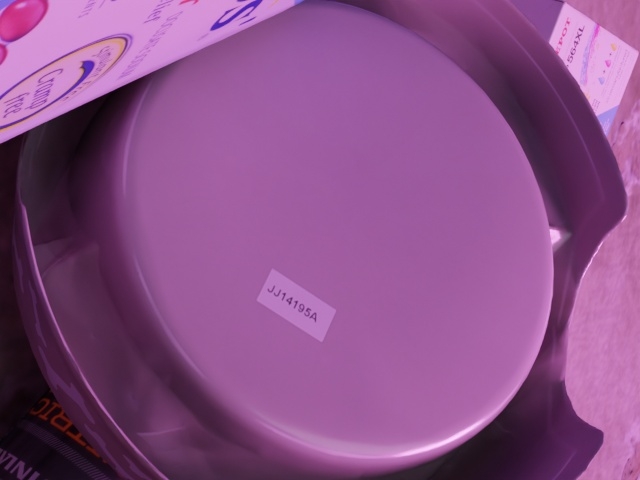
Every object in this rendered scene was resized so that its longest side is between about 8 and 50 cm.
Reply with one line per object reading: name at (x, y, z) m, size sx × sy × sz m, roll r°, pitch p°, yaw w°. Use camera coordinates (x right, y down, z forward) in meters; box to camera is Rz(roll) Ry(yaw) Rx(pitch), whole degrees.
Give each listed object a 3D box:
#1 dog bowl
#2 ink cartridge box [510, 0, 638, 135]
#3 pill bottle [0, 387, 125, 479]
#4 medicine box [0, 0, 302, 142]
dog bowl at (0.000, 0.000, 0.701) m, size 0.349 × 0.102 × 0.348 m, roll 10°, pitch 67°, yaw -24°
ink cartridge box at (0.147, -0.123, 0.959) m, size 0.143 × 0.090 × 0.092 m, roll 15°, pitch 97°, yaw -52°
pill bottle at (-0.112, 0.134, 0.753) m, size 0.245 × 0.130 × 0.130 m, roll -49°, pitch 139°, yaw -22°
medicine box at (-0.076, -0.169, 0.506) m, size 0.289 × 0.263 × 0.149 m, roll -31°, pitch 88°, yaw -33°
